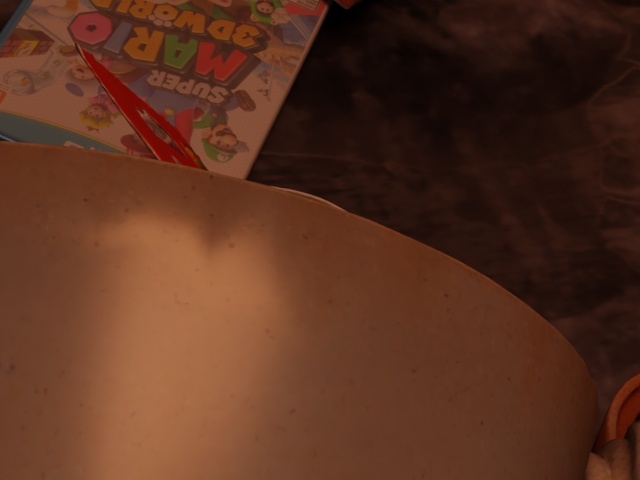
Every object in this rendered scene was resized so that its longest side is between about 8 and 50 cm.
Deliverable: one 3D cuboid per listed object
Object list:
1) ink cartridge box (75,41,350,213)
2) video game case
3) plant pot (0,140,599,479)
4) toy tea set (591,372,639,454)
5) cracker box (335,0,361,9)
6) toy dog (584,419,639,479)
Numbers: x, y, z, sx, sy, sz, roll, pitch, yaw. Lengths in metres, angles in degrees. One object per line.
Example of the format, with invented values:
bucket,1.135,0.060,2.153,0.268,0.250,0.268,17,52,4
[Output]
ink cartridge box,0.000,0.000,0.652,0.045,0.145,0.179,-39,77,2
video game case,-0.071,-0.080,0.782,0.119,0.015,0.166,23,49,0
plant pot,-0.070,0.156,0.467,0.257,0.256,0.274,13,65,-8
toy tea set,0.252,0.049,0.715,0.200,0.124,0.336,43,52,17
cracker box,-0.018,-0.223,0.873,0.232,0.067,0.156,40,45,16
toy dog,0.131,0.162,0.425,0.161,0.333,0.220,17,83,0
